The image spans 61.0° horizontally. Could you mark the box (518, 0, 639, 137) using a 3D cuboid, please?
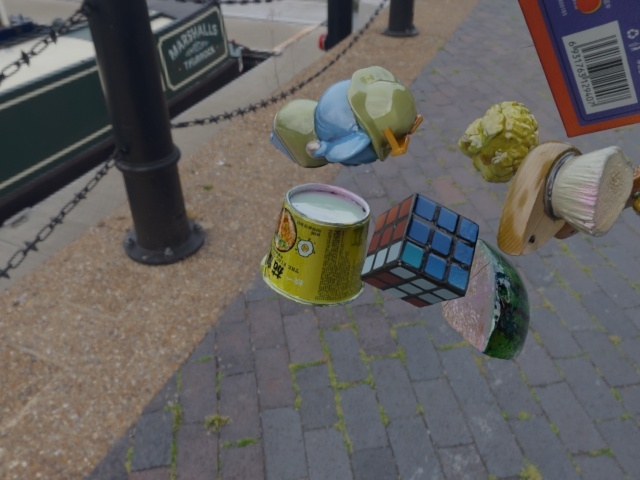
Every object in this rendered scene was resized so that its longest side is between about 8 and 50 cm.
[{"bbox_3d":[0.389,-0.373,0.648,0.256,0.349,0.319,-7,47,38],"label":"box"}]

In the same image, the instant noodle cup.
[{"bbox_3d":[0.000,0.000,1.580,0.325,0.254,0.326,9,30,-5],"label":"instant noodle cup"}]

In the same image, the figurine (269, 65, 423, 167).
[{"bbox_3d":[0.038,-0.191,0.872,0.179,0.154,0.262,-21,20,-34],"label":"figurine"}]

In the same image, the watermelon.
[{"bbox_3d":[0.501,0.168,1.529,0.222,0.292,0.319,23,-1,-14],"label":"watermelon"}]

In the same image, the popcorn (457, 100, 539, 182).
[{"bbox_3d":[0.506,-0.284,1.543,0.200,0.226,0.203,-31,36,-4],"label":"popcorn"}]

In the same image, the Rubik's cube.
[{"bbox_3d":[0.200,0.025,1.094,0.162,0.163,0.161,27,66,-16],"label":"Rubik's cube"}]

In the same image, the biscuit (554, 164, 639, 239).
[{"bbox_3d":[0.740,-0.090,1.409,0.323,0.205,0.049,-23,52,-7],"label":"biscuit"}]

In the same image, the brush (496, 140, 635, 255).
[{"bbox_3d":[0.479,-0.068,1.080,0.166,0.174,0.267,28,83,50],"label":"brush"}]

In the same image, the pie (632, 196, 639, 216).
[{"bbox_3d":[0.881,-0.044,1.299,0.273,0.069,0.273,10,31,-6],"label":"pie"}]

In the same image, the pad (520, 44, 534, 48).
[{"bbox_3d":[0.683,-0.537,1.428,0.159,0.009,0.265,-18,16,-26],"label":"pad"}]
